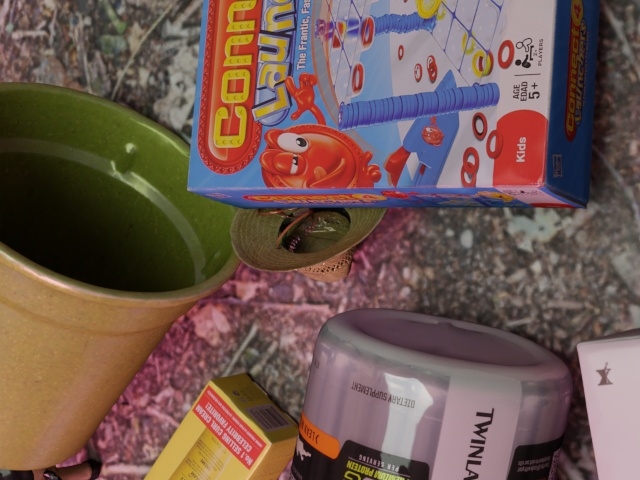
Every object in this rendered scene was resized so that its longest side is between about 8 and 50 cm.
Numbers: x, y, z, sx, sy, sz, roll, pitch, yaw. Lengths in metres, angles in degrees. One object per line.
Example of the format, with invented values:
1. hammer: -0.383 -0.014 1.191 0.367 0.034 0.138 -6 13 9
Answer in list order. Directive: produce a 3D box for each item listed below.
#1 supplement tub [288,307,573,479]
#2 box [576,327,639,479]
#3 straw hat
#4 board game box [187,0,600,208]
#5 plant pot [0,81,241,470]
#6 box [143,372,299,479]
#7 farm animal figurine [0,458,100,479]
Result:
1. supplement tub: 0.066 0.222 1.115 0.194 0.194 0.316 15 99 30
2. box: 0.289 0.141 1.019 0.181 0.119 0.181 -10 87 32
3. straw hat: 0.000 0.000 1.217 0.145 0.144 0.061 2 131 31
4. board game box: 0.056 -0.180 1.137 0.302 0.086 0.308 0 82 31
5. plant pot: -0.237 0.047 1.273 0.276 0.276 0.254 44 124 22
6. box: -0.110 0.230 1.300 0.087 0.058 0.232 44 112 23
7. farm animal figurine: -0.401 0.247 1.410 0.327 0.172 0.330 44 113 22
